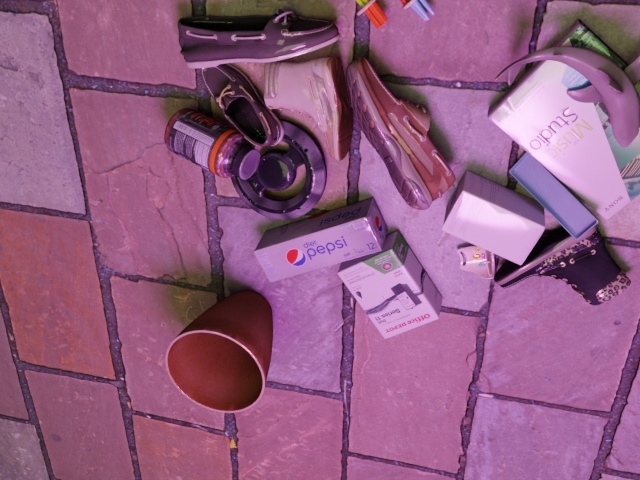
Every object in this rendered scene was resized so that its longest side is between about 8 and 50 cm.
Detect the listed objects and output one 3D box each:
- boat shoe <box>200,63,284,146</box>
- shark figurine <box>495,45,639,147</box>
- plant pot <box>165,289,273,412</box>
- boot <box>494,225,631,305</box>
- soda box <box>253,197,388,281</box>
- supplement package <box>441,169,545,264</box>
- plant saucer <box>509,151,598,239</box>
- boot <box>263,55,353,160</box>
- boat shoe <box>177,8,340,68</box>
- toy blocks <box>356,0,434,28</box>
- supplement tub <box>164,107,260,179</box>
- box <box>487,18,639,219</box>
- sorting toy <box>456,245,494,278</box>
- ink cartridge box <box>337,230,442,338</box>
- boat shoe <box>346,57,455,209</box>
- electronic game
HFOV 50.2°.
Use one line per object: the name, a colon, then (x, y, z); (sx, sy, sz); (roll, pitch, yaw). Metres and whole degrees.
boat shoe: (-0.169, -0.285, 1.410); (0.228, 0.069, 0.081); (46, 114, 2)
shark figurine: (0.456, -0.278, 1.167); (0.278, 0.116, 0.166); (26, 121, -2)
plant pot: (-0.207, 0.238, 1.638); (0.237, 0.254, 0.237); (7, 121, 13)
boot: (0.507, 0.077, 1.434); (0.236, 0.085, 0.178); (-35, 104, 22)
soda box: (0.000, 0.000, 1.532); (0.286, 0.098, 0.091); (-17, 115, 24)
supplement package: (0.354, -0.048, 1.399); (0.179, 0.105, 0.105); (24, 123, 2)
plant saucer: (0.460, -0.090, 1.349); (0.192, 0.018, 0.067); (48, 141, 11)
boot: (-0.026, -0.266, 1.389); (0.165, 0.077, 0.213); (5, 123, 25)
boat shoe: (-0.131, -0.403, 1.326); (0.335, 0.112, 0.095); (-2, 123, 21)
toy blocks: (0.127, -0.443, 1.262); (0.123, 0.054, 0.148); (-37, 105, 30)
supplement tub: (-0.225, -0.199, 1.447); (0.198, 0.106, 0.106); (28, 125, 20)
box: (0.512, -0.217, 1.282); (0.322, 0.058, 0.232); (37, 123, -8)
sorting toy: (0.337, 0.039, 1.495); (0.075, 0.045, 0.083); (-3, 119, 26)
ink cartridge box: (0.161, 0.104, 1.553); (0.153, 0.087, 0.208); (-27, 110, 28)
boat shoe: (0.160, -0.221, 1.362); (0.116, 0.123, 0.324); (-31, 101, -6)
electronic game: (-0.096, -0.154, 1.498); (0.229, 0.048, 0.229); (8, 114, 18)
